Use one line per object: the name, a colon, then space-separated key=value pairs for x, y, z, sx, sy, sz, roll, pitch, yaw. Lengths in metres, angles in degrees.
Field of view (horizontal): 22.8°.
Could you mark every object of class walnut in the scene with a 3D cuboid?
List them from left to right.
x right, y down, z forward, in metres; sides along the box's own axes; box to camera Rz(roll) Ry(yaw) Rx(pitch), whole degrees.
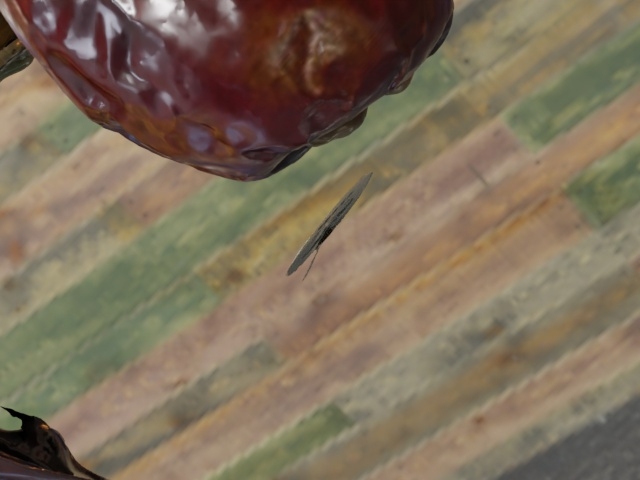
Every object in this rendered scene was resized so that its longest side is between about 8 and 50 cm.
walnut: x=-0.058 y=-0.172 z=0.969 sx=0.221 sy=0.269 sz=0.244 roll=-42 pitch=4 yaw=43

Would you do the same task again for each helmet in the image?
helmet: x=-0.420 y=0.263 z=1.774 sx=0.197 sy=0.338 sz=0.271 roll=-58 pitch=-16 yaw=-3

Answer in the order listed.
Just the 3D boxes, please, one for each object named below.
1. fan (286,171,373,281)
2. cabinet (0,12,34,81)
fan: x=-0.001 y=-0.001 z=2.271 sx=0.191 sy=0.009 sz=0.329 roll=-49 pitch=-6 yaw=-21
cabinet: x=-0.414 y=-0.199 z=1.522 sx=0.290 sy=0.227 sz=0.318 roll=-43 pitch=14 yaw=-18
